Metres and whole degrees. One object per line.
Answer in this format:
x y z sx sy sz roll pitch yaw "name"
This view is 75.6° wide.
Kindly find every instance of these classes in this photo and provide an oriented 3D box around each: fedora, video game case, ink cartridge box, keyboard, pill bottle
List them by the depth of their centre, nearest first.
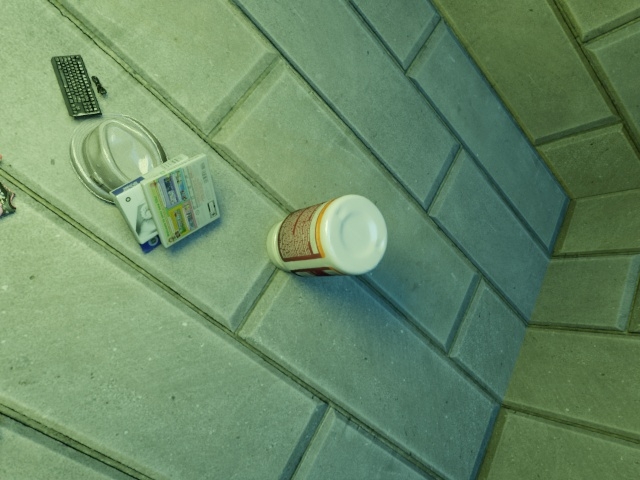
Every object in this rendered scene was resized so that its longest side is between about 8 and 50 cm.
-0.641 -0.418 1.110 0.108 0.023 0.180 -18 82 -33 "keyboard"
-0.532 -0.232 1.119 0.243 0.124 0.276 -33 102 -31 "fedora"
-0.378 -0.110 1.141 0.193 0.023 0.213 -37 141 -35 "video game case"
-0.430 -0.092 1.146 0.223 0.045 0.224 -40 141 -29 "ink cartridge box"
0.000 0.000 1.274 0.224 0.392 0.224 4 83 -33 "pill bottle"

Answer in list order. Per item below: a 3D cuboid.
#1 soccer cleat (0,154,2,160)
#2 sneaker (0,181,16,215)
-0.852 -0.281 0.960 0.248 0.083 0.095 63 29 -5 "soccer cleat"
-0.780 -0.118 1.004 0.057 0.047 0.119 -21 97 -54 "sneaker"
